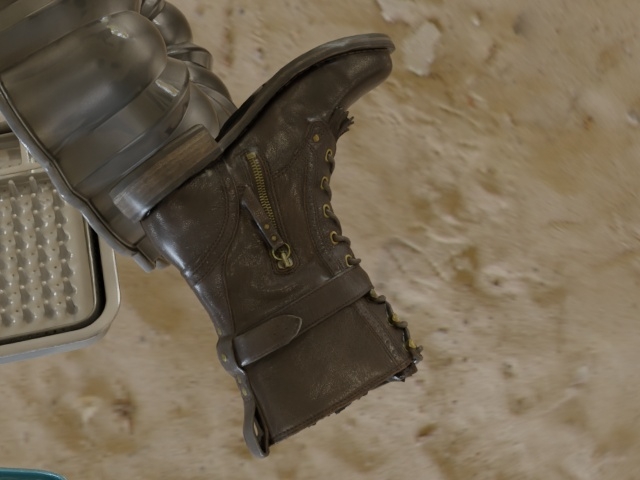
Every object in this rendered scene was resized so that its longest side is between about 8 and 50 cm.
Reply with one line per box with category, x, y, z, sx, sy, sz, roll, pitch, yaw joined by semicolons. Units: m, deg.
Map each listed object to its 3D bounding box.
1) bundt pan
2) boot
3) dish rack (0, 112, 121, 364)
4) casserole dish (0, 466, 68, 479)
bundt pan;-0.167;-0.143;1.285;0.124;0.331;0.331;-31;78;7
boot;0.000;0.000;1.118;0.263;0.091;0.229;-36;91;-20
dish rack;-0.375;0.006;1.791;0.285;0.072;0.333;-11;56;-4
casserole dish;-0.362;0.316;1.797;0.188;0.037;0.114;3;76;1
